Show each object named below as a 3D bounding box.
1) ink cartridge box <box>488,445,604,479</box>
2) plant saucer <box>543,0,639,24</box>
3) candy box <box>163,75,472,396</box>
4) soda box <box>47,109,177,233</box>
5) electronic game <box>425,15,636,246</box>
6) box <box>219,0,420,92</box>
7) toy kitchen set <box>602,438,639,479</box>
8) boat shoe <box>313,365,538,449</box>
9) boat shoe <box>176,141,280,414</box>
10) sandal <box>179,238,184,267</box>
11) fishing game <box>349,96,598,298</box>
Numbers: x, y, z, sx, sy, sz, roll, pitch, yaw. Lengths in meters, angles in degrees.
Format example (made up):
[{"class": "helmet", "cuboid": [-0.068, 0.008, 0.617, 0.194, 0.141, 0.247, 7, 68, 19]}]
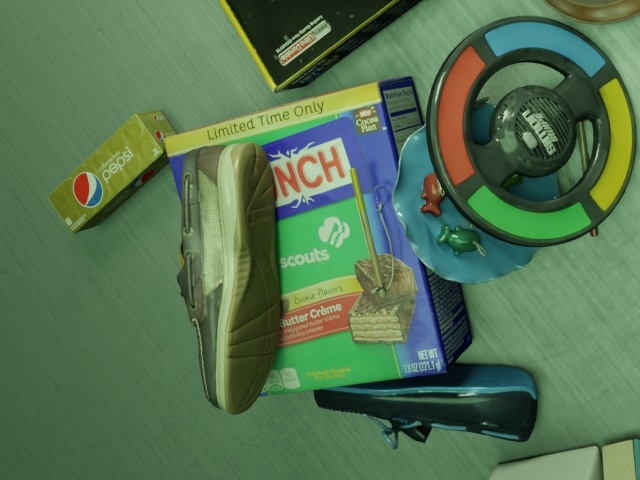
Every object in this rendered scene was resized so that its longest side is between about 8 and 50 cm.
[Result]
[{"class": "ink cartridge box", "cuboid": [0.268, 0.410, 0.960, 0.129, 0.223, 0.307, -18, 95, 25]}, {"class": "plant saucer", "cuboid": [0.273, -0.295, 0.877, 0.168, 0.029, 0.168, 0, 111, -1]}, {"class": "candy box", "cuboid": [0.000, 0.000, 1.032, 0.268, 0.122, 0.317, -12, 96, 24]}, {"class": "soda box", "cuboid": [-0.258, -0.086, 1.152, 0.181, 0.058, 0.061, -37, 87, 24]}, {"class": "electronic game", "cuboid": [0.211, -0.108, 0.899, 0.229, 0.048, 0.229, 1, 87, -17]}, {"class": "box", "cuboid": [0.017, -0.350, 0.957, 0.322, 0.079, 0.257, -31, 87, 30]}, {"class": "toy kitchen set", "cuboid": [0.415, 0.310, 0.958, 0.166, 0.122, 0.207, -22, 113, 25]}, {"class": "boat shoe", "cuboid": [0.114, 0.195, 1.041, 0.258, 0.109, 0.089, 1, 106, 24]}, {"class": "boat shoe", "cuboid": [-0.104, 0.038, 0.965, 0.092, 0.103, 0.285, 5, 100, 28]}, {"class": "sandal", "cuboid": [-0.146, 0.014, 1.134, 0.072, 0.049, 0.180, 6, 104, 21]}, {"class": "fishing game", "cuboid": [0.164, -0.048, 0.926, 0.264, 0.041, 0.189, -11, 98, -12]}]
